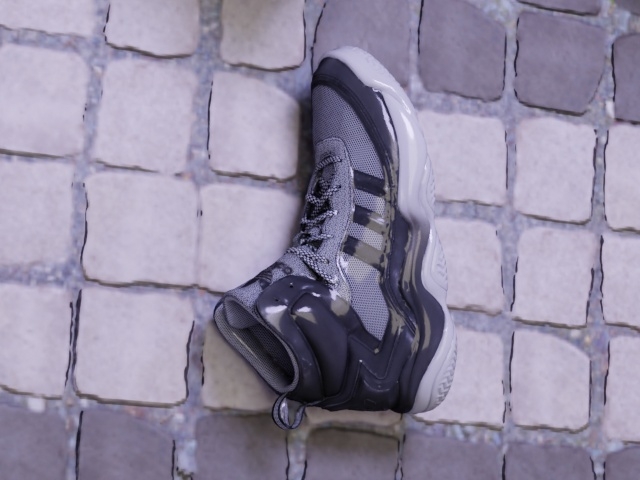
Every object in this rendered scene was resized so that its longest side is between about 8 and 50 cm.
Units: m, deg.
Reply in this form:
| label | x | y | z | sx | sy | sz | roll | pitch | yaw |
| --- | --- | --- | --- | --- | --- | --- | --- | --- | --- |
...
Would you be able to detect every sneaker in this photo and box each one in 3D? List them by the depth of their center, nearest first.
| label | x | y | z | sx | sy | sz | roll | pitch | yaw |
| --- | --- | --- | --- | --- | --- | --- | --- | --- | --- |
| sneaker | 0.000 | 0.000 | 1.384 | 0.153 | 0.101 | 0.268 | -11 | 89 | -27 |
